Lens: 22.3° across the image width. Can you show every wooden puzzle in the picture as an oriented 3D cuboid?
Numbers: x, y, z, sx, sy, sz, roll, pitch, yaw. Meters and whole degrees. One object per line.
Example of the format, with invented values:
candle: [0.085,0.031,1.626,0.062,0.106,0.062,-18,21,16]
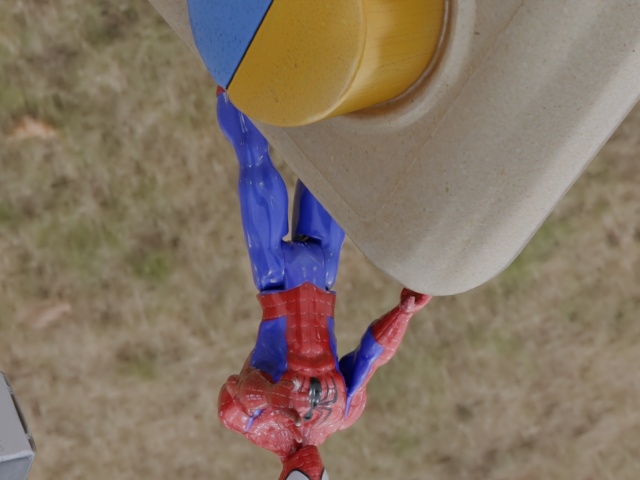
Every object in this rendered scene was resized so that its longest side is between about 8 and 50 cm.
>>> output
wooden puzzle: [-0.004,-0.187,0.580,0.080,0.348,0.322,-26,157,-47]

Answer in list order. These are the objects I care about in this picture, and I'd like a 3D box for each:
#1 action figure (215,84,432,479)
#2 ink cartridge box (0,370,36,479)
action figure: [0.000,0.000,0.801,0.091,0.280,0.139,1,175,-24]
ink cartridge box: [-0.330,0.204,0.871,0.307,0.072,0.303,-11,146,-31]
